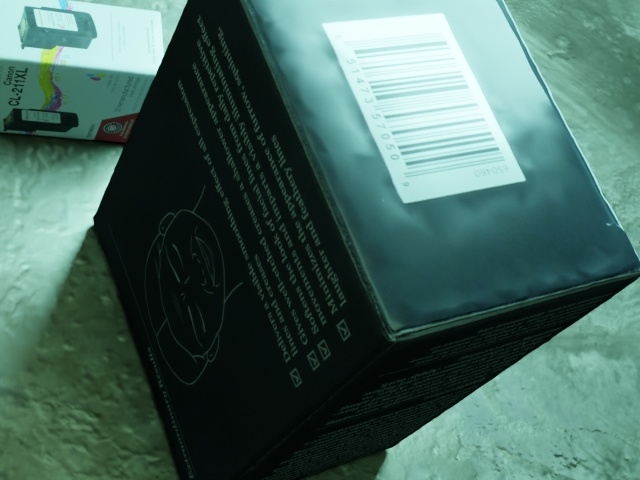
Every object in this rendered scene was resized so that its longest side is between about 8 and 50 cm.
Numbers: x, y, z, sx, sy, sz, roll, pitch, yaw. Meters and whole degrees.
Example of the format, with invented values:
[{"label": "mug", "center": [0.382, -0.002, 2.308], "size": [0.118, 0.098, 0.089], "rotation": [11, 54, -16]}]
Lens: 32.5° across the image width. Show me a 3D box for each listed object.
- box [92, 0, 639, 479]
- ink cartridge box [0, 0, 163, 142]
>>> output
[{"label": "box", "center": [0.000, 0.000, 0.853], "size": [0.212, 0.395, 0.293], "rotation": [-12, 69, -30]}, {"label": "ink cartridge box", "center": [-0.242, -0.154, 0.996], "size": [0.175, 0.127, 0.072], "rotation": [2, 65, -22]}]
